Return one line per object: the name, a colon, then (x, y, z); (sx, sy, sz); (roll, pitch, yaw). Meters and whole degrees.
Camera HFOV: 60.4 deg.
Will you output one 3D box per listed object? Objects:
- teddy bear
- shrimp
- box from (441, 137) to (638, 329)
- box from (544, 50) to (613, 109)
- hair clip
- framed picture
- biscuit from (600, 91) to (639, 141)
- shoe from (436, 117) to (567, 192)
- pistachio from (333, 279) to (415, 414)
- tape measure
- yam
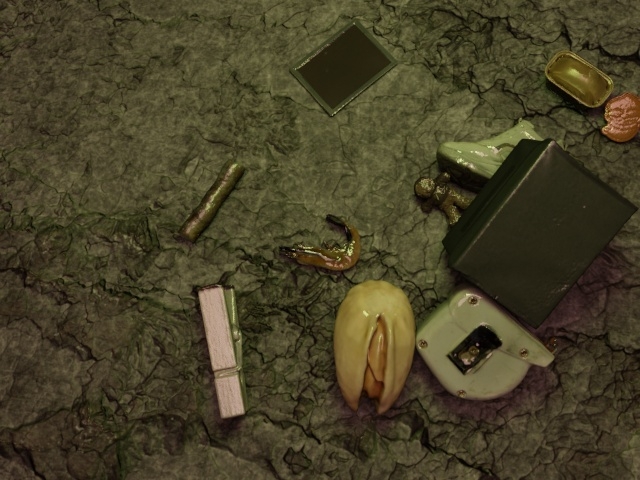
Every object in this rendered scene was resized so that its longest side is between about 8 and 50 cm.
teddy bear: (0.321, -0.117, 1.447); (0.160, 0.078, 0.119); (35, 116, 4)
shrimp: (0.000, 0.000, 1.456); (0.219, 0.046, 0.152); (6, 79, 2)
box: (0.485, -0.026, 1.272); (0.251, 0.204, 0.345); (35, 103, -4)
box: (0.686, -0.425, 1.470); (0.177, 0.111, 0.111); (39, 83, 11)
hair clip: (-0.237, 0.274, 1.390); (0.085, 0.101, 0.331); (-12, 78, -3)
framed picture: (0.066, -0.499, 1.578); (0.252, 0.014, 0.197); (-39, 78, -4)
biscuit: (0.805, -0.328, 1.462); (0.102, 0.019, 0.131); (15, 98, 8)
shoe: (0.480, -0.225, 1.434); (0.341, 0.132, 0.211); (19, 77, 3)
pistachio: (0.124, 0.254, 1.313); (0.193, 0.214, 0.318); (8, 96, 4)
tape measure: (0.377, 0.248, 1.305); (0.258, 0.130, 0.265); (42, 100, 1)
yam: (-0.296, -0.107, 1.496); (0.061, 0.061, 0.253); (32, 83, 10)
